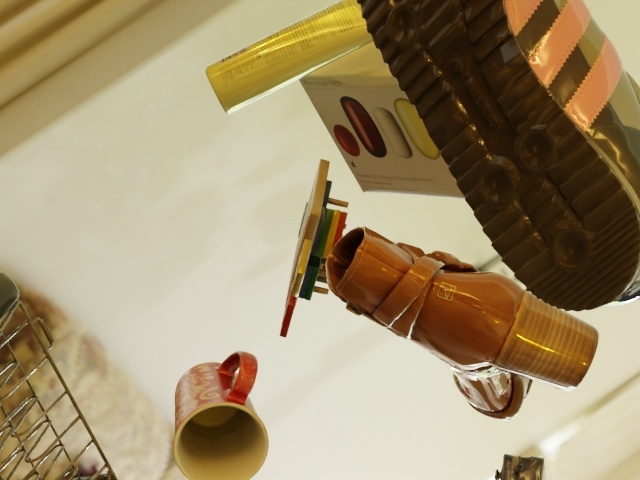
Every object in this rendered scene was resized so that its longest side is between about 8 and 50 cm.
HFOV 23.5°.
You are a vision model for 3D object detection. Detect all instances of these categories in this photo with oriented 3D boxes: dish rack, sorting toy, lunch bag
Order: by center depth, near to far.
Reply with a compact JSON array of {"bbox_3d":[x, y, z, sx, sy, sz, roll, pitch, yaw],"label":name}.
[{"bbox_3d":[-0.264,0.151,1.159,0.272,0.208,0.074,66,33,-21],"label":"dish rack"},{"bbox_3d":[0.000,0.000,1.767,0.274,0.046,0.132,-80,-175,-60],"label":"sorting toy"},{"bbox_3d":[0.266,0.327,2.062,0.098,0.065,0.067,72,25,-59],"label":"lunch bag"}]

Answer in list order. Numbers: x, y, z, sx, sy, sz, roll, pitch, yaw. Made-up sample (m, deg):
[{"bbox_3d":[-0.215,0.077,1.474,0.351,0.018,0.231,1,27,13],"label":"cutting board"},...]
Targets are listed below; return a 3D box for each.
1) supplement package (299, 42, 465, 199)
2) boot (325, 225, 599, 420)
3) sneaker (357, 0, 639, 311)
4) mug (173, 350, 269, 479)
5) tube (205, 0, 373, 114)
[{"bbox_3d":[0.117,-0.173,1.857,0.194,0.149,0.203,4,-41,39],"label":"supplement package"},{"bbox_3d":[0.100,0.072,1.360,0.220,0.109,0.283,24,-6,-5],"label":"boot"},{"bbox_3d":[0.119,-0.106,0.908,0.131,0.112,0.319,-5,68,-52],"label":"sneaker"},{"bbox_3d":[-0.115,0.210,1.901,0.113,0.150,0.169,50,3,-17],"label":"mug"},{"bbox_3d":[-0.012,-0.221,1.745,0.070,0.240,0.062,63,4,5],"label":"tube"}]
